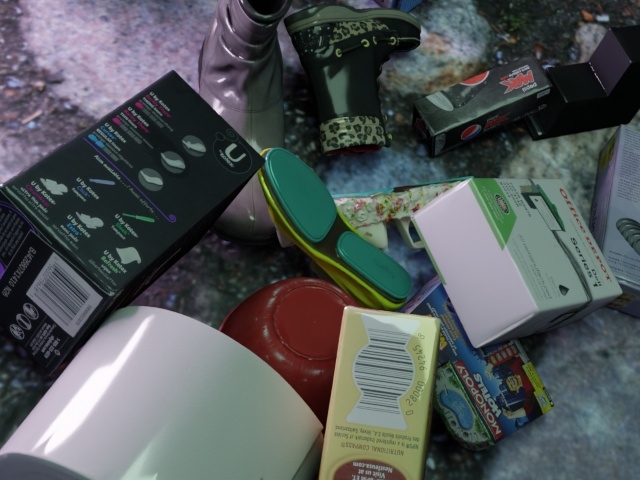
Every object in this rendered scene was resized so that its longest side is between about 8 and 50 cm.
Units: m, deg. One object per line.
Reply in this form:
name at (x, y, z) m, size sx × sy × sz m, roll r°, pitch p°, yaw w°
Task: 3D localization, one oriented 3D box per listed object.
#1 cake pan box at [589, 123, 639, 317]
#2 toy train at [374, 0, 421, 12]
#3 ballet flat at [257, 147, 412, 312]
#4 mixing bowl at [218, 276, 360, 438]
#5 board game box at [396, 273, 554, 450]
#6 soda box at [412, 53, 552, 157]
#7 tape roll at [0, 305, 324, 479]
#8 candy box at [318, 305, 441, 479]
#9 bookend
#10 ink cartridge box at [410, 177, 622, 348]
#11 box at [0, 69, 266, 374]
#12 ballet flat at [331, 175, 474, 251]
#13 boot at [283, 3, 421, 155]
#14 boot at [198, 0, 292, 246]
cake pan box at (0.468, 0.001, 1.385) m, size 0.267 × 0.070 × 0.246 m, roll 18°, pitch 57°, yaw -4°
toy train at (0.083, -0.392, 1.523) m, size 0.105 × 0.080 × 0.184 m, roll -39°, pitch 75°, yaw -26°
ballet flat at (0.000, 0.000, 1.216) m, size 0.231 × 0.077 × 0.077 m, roll 44°, pitch 48°, yaw -12°
mixing bowl at (-0.017, 0.106, 1.163) m, size 0.181 × 0.098 × 0.181 m, roll 7°, pitch 57°, yaw -10°
board game box at (0.137, 0.124, 1.171) m, size 0.194 × 0.060 × 0.194 m, roll -13°, pitch 71°, yaw -51°
soda box at (0.202, -0.170, 1.400) m, size 0.169 × 0.053 × 0.060 m, roll -23°, pitch 66°, yaw -9°
tape roll at (-0.139, 0.201, 0.979) m, size 0.246 × 0.246 × 0.169 m, roll 32°, pitch 56°, yaw 6°
candy box at (0.045, 0.226, 0.977) m, size 0.087 × 0.183 × 0.316 m, roll 8°, pitch 81°, yaw 8°
bookend at (0.353, -0.213, 1.435) m, size 0.157 × 0.156 × 0.072 m, roll -12°, pitch 62°, yaw -21°
ink cartridge box at (0.219, 0.018, 1.222) m, size 0.219 × 0.092 × 0.160 m, roll -5°, pitch 66°, yaw -53°
box at (-0.204, -0.024, 1.105) m, size 0.143 × 0.165 × 0.270 m, roll 44°, pitch 43°, yaw -1°
ballet flat at (0.087, -0.025, 1.289) m, size 0.241 × 0.091 × 0.077 m, roll -8°, pitch 82°, yaw -16°
boot at (0.057, -0.196, 1.389) m, size 0.236 × 0.085 × 0.179 m, roll -7°, pitch 83°, yaw -51°
boot at (-0.084, -0.182, 1.251) m, size 0.118 × 0.223 × 0.338 m, roll -1°, pitch 58°, yaw -17°
